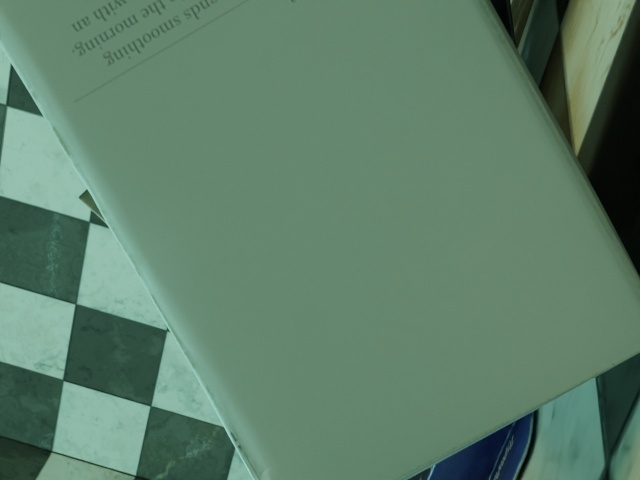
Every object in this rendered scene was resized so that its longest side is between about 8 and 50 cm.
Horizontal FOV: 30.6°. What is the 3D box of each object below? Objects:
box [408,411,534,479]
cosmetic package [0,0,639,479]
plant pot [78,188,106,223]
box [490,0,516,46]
[{"bbox_3d":[0.079,0.071,0.612,0.225,0.036,0.136,-74,-1,-55],"label":"box"},{"bbox_3d":[0.000,-0.049,0.444,0.224,0.138,0.224,61,-173,-5],"label":"cosmetic package"},{"bbox_3d":[0.000,0.000,0.845,0.196,0.293,0.293,-48,-5,-6],"label":"plant pot"},{"bbox_3d":[-0.017,-0.201,0.928,0.296,0.294,0.183,53,-167,-70],"label":"box"}]
